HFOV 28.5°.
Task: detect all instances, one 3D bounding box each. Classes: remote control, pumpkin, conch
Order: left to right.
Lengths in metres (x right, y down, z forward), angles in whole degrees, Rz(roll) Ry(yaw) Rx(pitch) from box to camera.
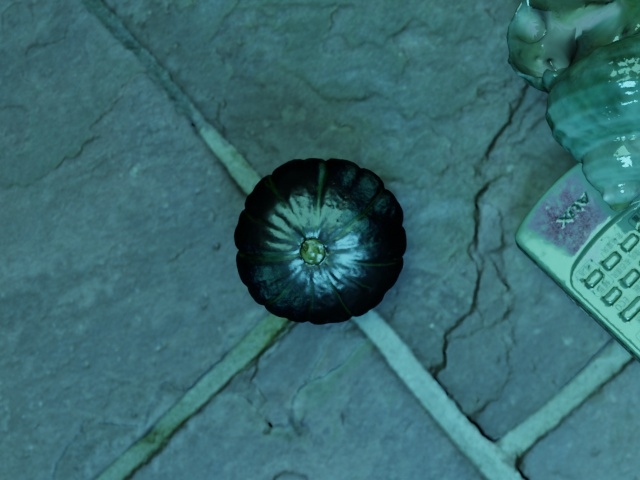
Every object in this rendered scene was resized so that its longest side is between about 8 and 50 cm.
[{"bbox_3d":[0.001,0.002,1.397,0.194,0.150,0.194,-1,88,25],"label":"pumpkin"},{"bbox_3d":[0.304,-0.165,1.299,0.220,0.195,0.277,-8,76,16],"label":"conch"},{"bbox_3d":[0.362,0.060,1.308,0.145,0.050,0.344,-47,68,5],"label":"remote control"}]
